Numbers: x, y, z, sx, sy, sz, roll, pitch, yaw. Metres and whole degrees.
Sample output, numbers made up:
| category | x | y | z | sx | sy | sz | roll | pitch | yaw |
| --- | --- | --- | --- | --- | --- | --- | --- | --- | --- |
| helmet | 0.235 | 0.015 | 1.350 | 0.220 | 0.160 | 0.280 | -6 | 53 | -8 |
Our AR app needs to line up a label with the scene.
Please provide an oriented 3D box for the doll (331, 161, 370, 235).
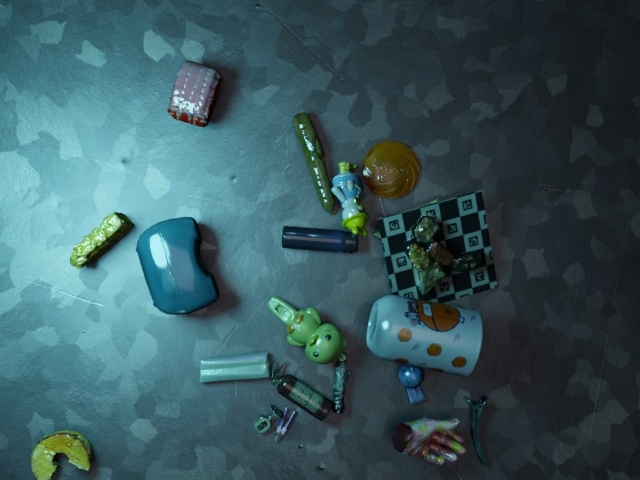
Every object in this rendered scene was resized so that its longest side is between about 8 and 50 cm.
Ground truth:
| category | x | y | z | sx | sy | sz | roll | pitch | yaw |
| --- | --- | --- | --- | --- | --- | --- | --- | --- | --- |
| doll | 0.098 | -0.127 | 1.934 | 0.099 | 0.135 | 0.241 | -15 | 73 | 7 |

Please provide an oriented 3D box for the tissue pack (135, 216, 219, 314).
| category | x | y | z | sx | sy | sz | roll | pitch | yaw |
| --- | --- | --- | --- | --- | --- | --- | --- | --- | --- |
| tissue pack | -0.436 | 0.082 | 1.836 | 0.206 | 0.198 | 0.287 | -19 | 93 | -8 |

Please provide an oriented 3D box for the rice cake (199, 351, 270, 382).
| category | x | y | z | sx | sy | sz | roll | pitch | yaw |
| --- | --- | --- | --- | --- | --- | --- | --- | --- | --- |
| rice cake | -0.270 | 0.398 | 1.923 | 0.222 | 0.042 | 0.080 | -4 | 90 | -5 |

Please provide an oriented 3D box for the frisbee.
| category | x | y | z | sx | sy | sz | roll | pitch | yaw |
| --- | --- | --- | --- | --- | --- | --- | --- | --- | --- |
| frisbee | 0.232 | -0.232 | 1.999 | 0.192 | 0.035 | 0.192 | 0 | 88 | -5 |

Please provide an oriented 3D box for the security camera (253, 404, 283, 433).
| category | x | y | z | sx | sy | sz | roll | pitch | yaw |
| --- | --- | --- | --- | --- | --- | --- | --- | --- | --- |
| security camera | -0.167 | 0.567 | 1.928 | 0.058 | 0.058 | 0.092 | 42 | 93 | -3 |

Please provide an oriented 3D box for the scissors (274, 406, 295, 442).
| category | x | y | z | sx | sy | sz | roll | pitch | yaw |
| --- | --- | --- | --- | --- | --- | --- | --- | --- | --- |
| scissors | -0.118 | 0.588 | 1.947 | 0.039 | 0.012 | 0.113 | 26 | 86 | -5 |

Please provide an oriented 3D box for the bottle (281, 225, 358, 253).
| category | x | y | z | sx | sy | sz | roll | pitch | yaw |
| --- | --- | --- | --- | --- | --- | --- | --- | --- | --- |
| bottle | 0.000 | 0.000 | 1.949 | 0.244 | 0.072 | 0.082 | 3 | 123 | -5 |

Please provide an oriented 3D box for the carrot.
| category | x | y | z | sx | sy | sz | roll | pitch | yaw |
| --- | --- | --- | --- | --- | --- | --- | --- | --- | --- |
| carrot | -0.011 | -0.245 | 1.961 | 0.070 | 0.070 | 0.342 | -19 | 92 | -6 |

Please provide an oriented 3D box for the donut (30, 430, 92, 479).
| category | x | y | z | sx | sy | sz | roll | pitch | yaw |
| --- | --- | --- | --- | --- | --- | --- | --- | --- | --- |
| donut | -0.777 | 0.640 | 1.848 | 0.181 | 0.078 | 0.146 | -19 | 89 | 0 |

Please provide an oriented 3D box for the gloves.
| category | x | y | z | sx | sy | sz | roll | pitch | yaw |
| --- | --- | --- | --- | --- | --- | --- | --- | --- | --- |
| gloves | 0.353 | 0.628 | 1.950 | 0.241 | 0.126 | 0.145 | 14 | 81 | -34 |

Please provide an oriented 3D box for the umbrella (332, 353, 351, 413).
| category | x | y | z | sx | sy | sz | roll | pitch | yaw |
| --- | --- | --- | --- | --- | --- | --- | --- | --- | --- |
| umbrella | 0.066 | 0.457 | 1.958 | 0.050 | 0.046 | 0.188 | 7 | 85 | -24 |

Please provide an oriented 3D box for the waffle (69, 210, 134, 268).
| category | x | y | z | sx | sy | sz | roll | pitch | yaw |
| --- | --- | --- | --- | --- | --- | --- | --- | --- | --- |
| waffle | -0.665 | 0.003 | 1.834 | 0.211 | 0.160 | 0.055 | -43 | 93 | -6 |

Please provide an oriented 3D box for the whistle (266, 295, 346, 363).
| category | x | y | z | sx | sy | sz | roll | pitch | yaw |
| --- | --- | --- | --- | --- | --- | --- | --- | --- | --- |
| whistle | -0.044 | 0.282 | 1.905 | 0.294 | 0.141 | 0.141 | 35 | 85 | -3 |

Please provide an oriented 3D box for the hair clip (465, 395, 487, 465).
| category | x | y | z | sx | sy | sz | roll | pitch | yaw |
| --- | --- | --- | --- | --- | --- | --- | --- | --- | --- |
| hair clip | 0.515 | 0.625 | 2.006 | 0.070 | 0.039 | 0.229 | -4 | 93 | -6 |

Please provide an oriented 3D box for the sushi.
| category | x | y | z | sx | sy | sz | roll | pitch | yaw |
| --- | --- | --- | --- | --- | --- | --- | --- | --- | --- |
| sushi | 0.388 | 0.050 | 1.946 | 0.359 | 0.064 | 0.343 | -15 | 106 | -7 |

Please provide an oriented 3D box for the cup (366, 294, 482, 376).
| category | x | y | z | sx | sy | sz | roll | pitch | yaw |
| --- | --- | --- | --- | --- | --- | --- | --- | --- | --- |
| cup | 0.313 | 0.291 | 1.905 | 0.317 | 0.212 | 0.212 | 11 | 87 | -4 |

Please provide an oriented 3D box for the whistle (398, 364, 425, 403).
| category | x | y | z | sx | sy | sz | roll | pitch | yaw |
| --- | --- | --- | --- | --- | --- | --- | --- | --- | --- |
| whistle | 0.297 | 0.448 | 1.960 | 0.090 | 0.090 | 0.158 | -18 | 90 | -6 |

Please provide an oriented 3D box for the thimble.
| category | x | y | z | sx | sy | sz | roll | pitch | yaw |
| --- | --- | --- | --- | --- | --- | --- | --- | --- | --- |
| thimble | -0.380 | -0.448 | 1.877 | 0.125 | 0.163 | 0.189 | 17 | 73 | -5 |

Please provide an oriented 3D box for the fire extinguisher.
| category | x | y | z | sx | sy | sz | roll | pitch | yaw |
| --- | --- | --- | --- | --- | --- | --- | --- | --- | --- |
| fire extinguisher | -0.067 | 0.467 | 1.934 | 0.231 | 0.071 | 0.099 | 36 | 60 | -3 |

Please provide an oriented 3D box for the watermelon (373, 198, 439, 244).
| category | x | y | z | sx | sy | sz | roll | pitch | yaw |
| --- | --- | --- | --- | --- | --- | --- | --- | --- | --- |
| watermelon | 0.298 | -0.044 | 1.992 | 0.245 | 0.063 | 0.119 | -28 | 81 | -1 |
